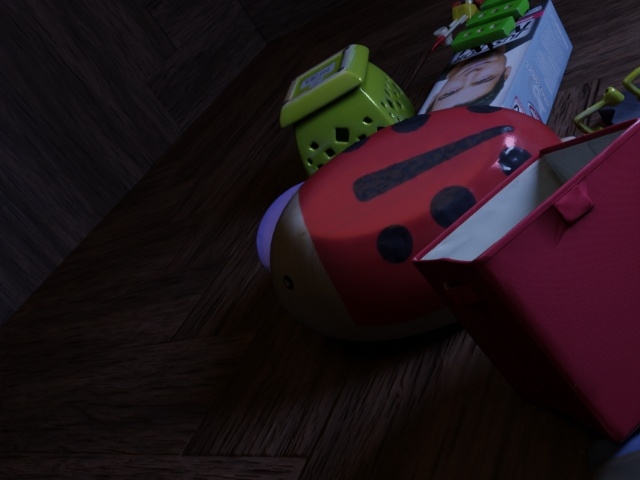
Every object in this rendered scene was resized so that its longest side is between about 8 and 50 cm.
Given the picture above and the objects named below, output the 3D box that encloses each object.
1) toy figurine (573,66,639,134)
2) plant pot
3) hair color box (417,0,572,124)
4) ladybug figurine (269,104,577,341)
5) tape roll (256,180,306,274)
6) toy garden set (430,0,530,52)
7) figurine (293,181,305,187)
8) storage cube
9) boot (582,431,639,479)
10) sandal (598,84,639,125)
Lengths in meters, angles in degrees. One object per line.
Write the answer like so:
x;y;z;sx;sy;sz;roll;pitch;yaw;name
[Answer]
0.480;-0.140;0.704;0.363;0.191;0.217;-37;29;1;toy figurine
0.049;-0.265;1.455;0.228;0.207;0.227;-26;27;24;plant pot
0.307;-0.266;1.231;0.186;0.113;0.374;-14;33;40;hair color box
0.125;-0.043;0.914;0.450;0.162;0.305;-27;51;7;ladybug figurine
0.000;0.000;1.101;0.189;0.080;0.188;-11;57;17;tape roll
0.306;-0.410;1.300;0.204;0.049;0.244;-4;39;46;toy garden set
0.050;-0.061;1.243;0.210;0.092;0.214;-23;28;18;figurine
0.235;0.032;0.639;0.215;0.193;0.184;-39;4;-8;storage cube
0.293;0.170;0.508;0.219;0.082;0.106;-27;29;24;boot
0.437;-0.165;0.925;0.097;0.054;0.254;-28;8;21;sandal
